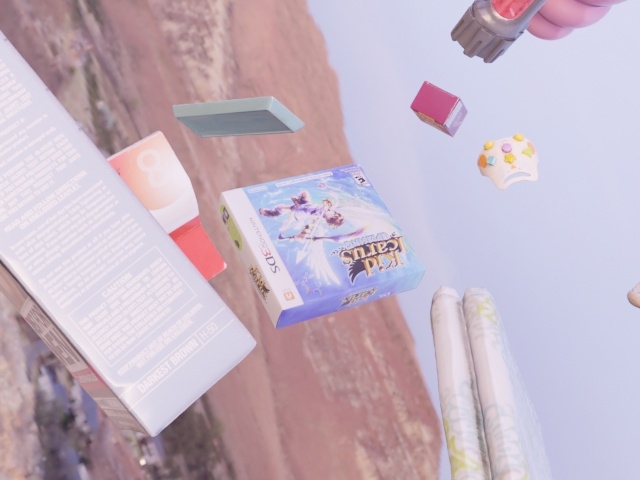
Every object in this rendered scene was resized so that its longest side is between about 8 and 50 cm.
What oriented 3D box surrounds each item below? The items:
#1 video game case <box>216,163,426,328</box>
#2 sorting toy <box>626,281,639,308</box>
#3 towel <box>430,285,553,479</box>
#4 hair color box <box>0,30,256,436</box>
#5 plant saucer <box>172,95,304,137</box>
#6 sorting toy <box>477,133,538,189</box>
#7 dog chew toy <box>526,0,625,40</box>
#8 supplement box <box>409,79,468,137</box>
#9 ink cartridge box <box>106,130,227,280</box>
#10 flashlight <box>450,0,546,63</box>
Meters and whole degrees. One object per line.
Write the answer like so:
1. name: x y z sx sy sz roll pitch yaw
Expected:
1. video game case: 0.000 0.000 1.576 0.244 0.270 0.061 61 -30 28
2. sorting toy: 0.333 0.001 0.618 0.193 0.208 0.038 32 -18 47
3. towel: 0.204 0.274 1.064 0.374 0.090 0.320 -93 161 -44
4. hair color box: -0.230 -0.018 0.782 0.374 0.114 0.185 51 -21 -5
5. plant saucer: -0.110 -0.155 1.225 0.067 0.192 0.018 36 65 -42
6. sorting toy: 0.261 -0.102 1.306 0.045 0.083 0.075 68 8 -50
7. dog chew toy: 0.497 -0.508 1.851 0.206 0.207 0.332 67 -27 13
8. supplement box: 0.158 -0.172 1.266 0.055 0.043 0.083 32 3 18
9. ink cartridge box: -0.197 -0.011 1.072 0.179 0.145 0.045 59 -28 -7
10. flashlight: 0.293 -0.375 1.343 0.103 0.103 0.304 48 -42 4
